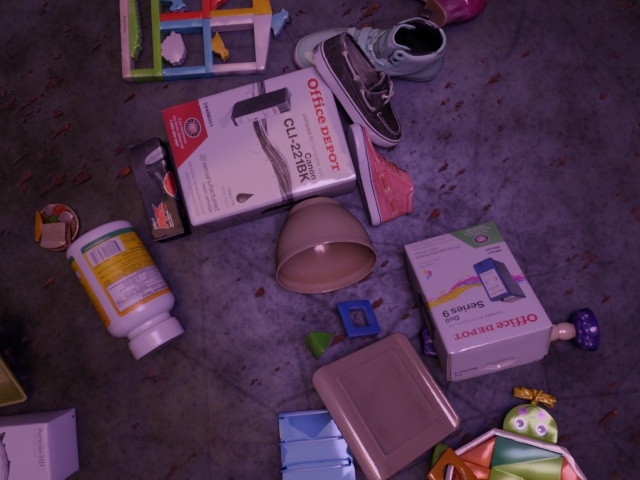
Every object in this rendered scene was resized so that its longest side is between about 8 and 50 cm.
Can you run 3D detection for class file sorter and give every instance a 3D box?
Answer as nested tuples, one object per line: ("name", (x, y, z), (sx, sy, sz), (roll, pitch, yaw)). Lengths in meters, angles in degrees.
("file sorter", (-0.007, 0.352, 0.902), (0.118, 0.104, 0.171), (-6, 73, 2))

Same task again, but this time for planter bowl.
("planter bowl", (0.000, 0.000, 0.930), (0.161, 0.162, 0.109), (-14, 60, 1))

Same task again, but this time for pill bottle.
("pill bottle", (-0.311, 0.083, 0.941), (0.117, 0.117, 0.209), (-32, 86, -1))

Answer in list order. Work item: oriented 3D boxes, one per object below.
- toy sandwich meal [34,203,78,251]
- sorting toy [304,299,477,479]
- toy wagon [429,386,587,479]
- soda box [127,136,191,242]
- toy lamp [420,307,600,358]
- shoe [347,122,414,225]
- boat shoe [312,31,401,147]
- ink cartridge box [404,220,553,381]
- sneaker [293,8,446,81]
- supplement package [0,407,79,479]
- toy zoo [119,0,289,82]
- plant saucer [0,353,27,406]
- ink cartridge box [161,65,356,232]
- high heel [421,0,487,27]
("toy sandwich meal", (-0.457, -0.023, 0.995), (0.085, 0.029, 0.086), (0, 86, 2))
("sorting toy", (0.100, 0.255, 0.900), (0.195, 0.047, 0.348), (-17, 65, -37))
("toy wagon", (0.298, 0.396, 0.890), (0.267, 0.068, 0.345), (12, 76, 18))
("soda box", (-0.272, -0.084, 0.983), (0.060, 0.053, 0.169), (-17, 86, 1))
("toy lamp", (0.301, 0.153, 0.940), (0.274, 0.080, 0.080), (-4, 86, -1))
("shoe", (0.101, -0.114, 0.949), (0.081, 0.063, 0.178), (-18, 113, -4))
("boat shoe", (0.077, -0.232, 0.920), (0.070, 0.219, 0.078), (-16, 46, 37))
("ink cartridge box", (0.232, 0.089, 0.885), (0.154, 0.093, 0.213), (-15, 50, 0))
("sneaker", (0.078, -0.321, 0.940), (0.255, 0.151, 0.094), (3, 88, 3))
("supplement package", (-0.499, 0.341, 0.934), (0.179, 0.105, 0.105), (-6, 85, 1))
("toy zoo", (-0.201, -0.381, 1.012), (0.292, 0.030, 0.193), (-4, 86, 1))
("plant saucer", (-0.601, 0.202, 0.942), (0.188, 0.045, 0.189), (-13, 122, 1))
("ink cartridge box", (-0.093, -0.146, 0.951), (0.272, 0.114, 0.197), (-16, 85, -1))
("high heel", (0.180, -0.471, 0.998), (0.117, 0.082, 0.244), (-29, 71, -28))
